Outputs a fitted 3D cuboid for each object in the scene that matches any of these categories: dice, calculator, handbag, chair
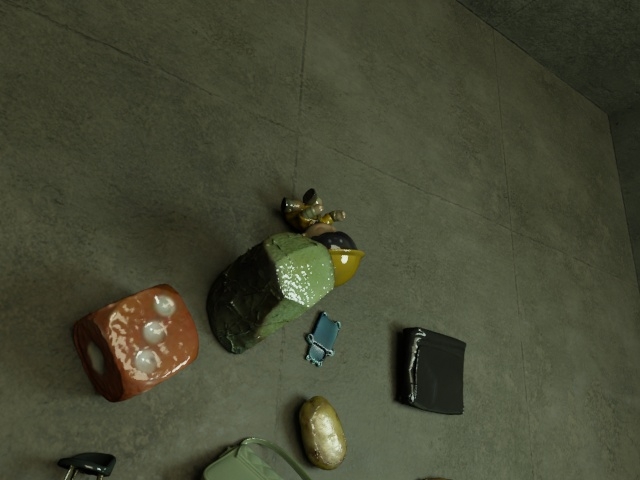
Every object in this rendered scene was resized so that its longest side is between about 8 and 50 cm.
[{"bbox_3d":[-0.348,0.194,1.076,0.179,0.174,0.174,-23,88,-45],"label":"dice"},{"bbox_3d":[0.005,0.255,1.441,0.094,0.019,0.141,39,55,-21],"label":"calculator"},{"bbox_3d":[0.321,0.378,1.615,0.246,0.080,0.223,21,68,-34],"label":"handbag"},{"bbox_3d":[-0.431,0.459,0.947,0.095,0.104,0.222,73,24,-50],"label":"chair"},{"bbox_3d":[-0.109,0.519,1.148,0.256,0.079,0.219,35,26,21],"label":"handbag"}]

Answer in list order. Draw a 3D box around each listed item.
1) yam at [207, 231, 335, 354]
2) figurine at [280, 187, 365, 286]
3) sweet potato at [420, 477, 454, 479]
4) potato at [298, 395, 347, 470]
[{"bbox_3d":[-0.112,0.103,1.240,0.202,0.271,0.202,-34,94,-47],"label":"yam"},{"bbox_3d":[-0.002,0.003,1.438,0.192,0.167,0.257,-3,52,-35],"label":"figurine"},{"bbox_3d":[0.316,0.672,1.511,0.205,0.060,0.068,14,31,-24],"label":"sweet potato"},{"bbox_3d":[0.004,0.456,1.322,0.107,0.080,0.171,-22,93,-42],"label":"potato"}]
